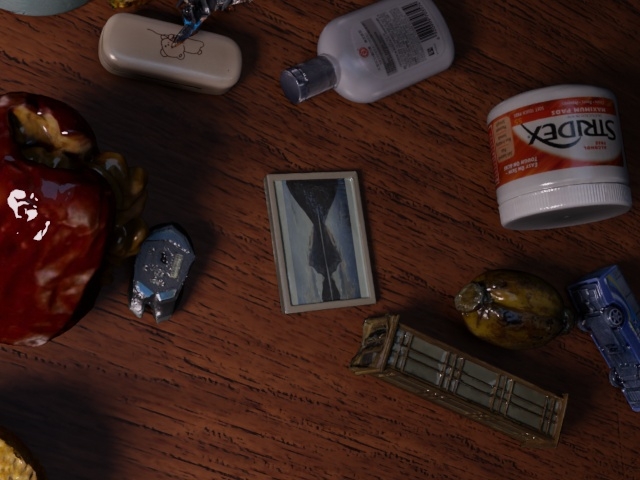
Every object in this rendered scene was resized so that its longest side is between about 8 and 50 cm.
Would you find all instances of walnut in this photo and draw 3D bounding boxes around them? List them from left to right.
[{"bbox_3d":[-0.313,-0.019,1.002,0.243,0.269,0.222,12,42,-25],"label":"walnut"}]

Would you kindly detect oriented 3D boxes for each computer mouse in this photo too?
[{"bbox_3d":[-0.211,0.041,1.152,0.079,0.047,0.135,14,85,-8],"label":"computer mouse"}]

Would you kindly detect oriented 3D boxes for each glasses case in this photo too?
[{"bbox_3d":[-0.207,-0.258,1.214,0.196,0.050,0.083,7,74,-22],"label":"glasses case"}]

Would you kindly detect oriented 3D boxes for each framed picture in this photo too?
[{"bbox_3d":[0.000,0.000,1.270,0.150,0.015,0.203,-4,81,-25],"label":"framed picture"}]

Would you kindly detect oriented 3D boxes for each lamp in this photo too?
[{"bbox_3d":[0.207,0.209,1.277,0.325,0.089,0.090,25,70,-18],"label":"lamp"}]

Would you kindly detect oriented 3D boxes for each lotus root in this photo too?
[{"bbox_3d":[0.298,0.106,1.327,0.209,0.120,0.120,14,74,-21],"label":"lotus root"}]

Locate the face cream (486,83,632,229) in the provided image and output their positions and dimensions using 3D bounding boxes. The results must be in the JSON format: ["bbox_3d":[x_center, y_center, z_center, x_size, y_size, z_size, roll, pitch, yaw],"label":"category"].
[{"bbox_3d":[0.368,-0.125,1.356,0.201,0.201,0.187,-1,80,-24],"label":"face cream"}]

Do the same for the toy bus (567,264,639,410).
[{"bbox_3d":[0.498,0.157,1.421,0.094,0.079,0.237,-31,93,-28],"label":"toy bus"}]

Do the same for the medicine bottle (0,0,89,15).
[{"bbox_3d":[-0.347,-0.442,1.058,0.244,0.290,0.245,5,77,-22],"label":"medicine bottle"}]

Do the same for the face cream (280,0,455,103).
[{"bbox_3d":[0.071,-0.281,1.329,0.291,0.071,0.144,-29,90,-27],"label":"face cream"}]

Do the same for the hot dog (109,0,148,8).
[{"bbox_3d":[-0.190,-0.406,1.217,0.269,0.115,0.072,-45,118,-28],"label":"hot dog"}]

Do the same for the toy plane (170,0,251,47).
[{"bbox_3d":[-0.164,-0.326,1.205,0.188,0.135,0.062,-56,147,-49],"label":"toy plane"}]

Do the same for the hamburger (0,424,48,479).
[{"bbox_3d":[-0.432,0.335,0.924,0.289,0.170,0.315,14,75,-17],"label":"hamburger"}]
